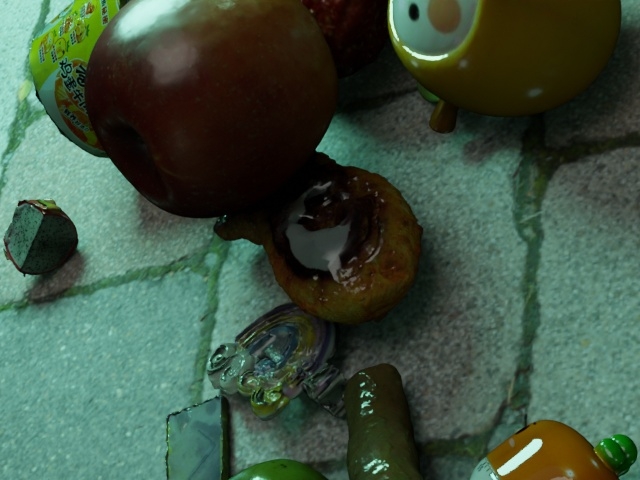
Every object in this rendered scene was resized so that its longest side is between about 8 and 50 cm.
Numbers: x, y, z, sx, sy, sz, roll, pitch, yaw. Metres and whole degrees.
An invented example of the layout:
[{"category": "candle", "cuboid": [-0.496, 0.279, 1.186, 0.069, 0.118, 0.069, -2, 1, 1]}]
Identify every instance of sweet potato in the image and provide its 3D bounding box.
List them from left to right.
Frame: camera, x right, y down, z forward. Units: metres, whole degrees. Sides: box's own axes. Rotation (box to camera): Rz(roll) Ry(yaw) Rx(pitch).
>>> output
[{"category": "sweet potato", "cuboid": [0.068, 0.231, 1.264, 0.109, 0.109, 0.385, -36, 40, 9]}]

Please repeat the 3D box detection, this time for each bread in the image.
[{"category": "bread", "cuboid": [0.008, -0.004, 1.514, 0.139, 0.095, 0.269, -39, 27, -9]}]

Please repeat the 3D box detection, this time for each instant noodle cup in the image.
[{"category": "instant noodle cup", "cuboid": [-0.190, -0.183, 1.725, 0.153, 0.205, 0.205, -28, 45, 31]}]

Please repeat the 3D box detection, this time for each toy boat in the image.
[{"category": "toy boat", "cuboid": [-0.109, 0.194, 1.494, 0.063, 0.016, 0.115, -22, 49, 21]}]

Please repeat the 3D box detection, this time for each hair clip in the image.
[{"category": "hair clip", "cuboid": [-0.029, 0.107, 1.486, 0.116, 0.049, 0.172, -40, 34, -15]}]

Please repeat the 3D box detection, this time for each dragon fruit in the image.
[{"category": "dragon fruit", "cuboid": [-0.288, -0.008, 1.744, 0.056, 0.060, 0.083, 41, 116, 44]}]

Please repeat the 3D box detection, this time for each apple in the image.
[{"category": "apple", "cuboid": [-0.100, -0.133, 1.513, 0.201, 0.218, 0.218, -32, 38, -26]}]

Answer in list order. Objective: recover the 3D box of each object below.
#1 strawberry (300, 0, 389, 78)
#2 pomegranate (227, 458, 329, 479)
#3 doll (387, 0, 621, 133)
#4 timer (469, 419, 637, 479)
[{"category": "strawberry", "cuboid": [-0.015, -0.290, 1.644, 0.238, 0.250, 0.288, -16, 76, 19]}, {"category": "pomegranate", "cuboid": [-0.047, 0.235, 1.319, 0.129, 0.159, 0.129, -5, 81, 34]}, {"category": "doll", "cuboid": [0.150, -0.183, 1.486, 0.213, 0.213, 0.236, -111, 35, -44]}, {"category": "timer", "cuboid": [0.180, 0.186, 1.229, 0.136, 0.099, 0.136, -12, 64, 26]}]
